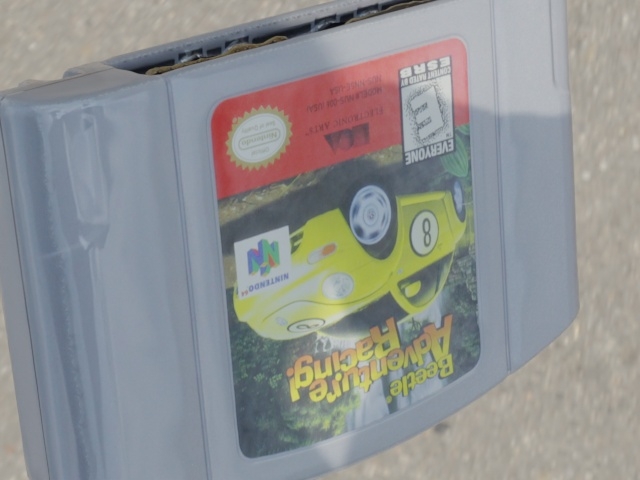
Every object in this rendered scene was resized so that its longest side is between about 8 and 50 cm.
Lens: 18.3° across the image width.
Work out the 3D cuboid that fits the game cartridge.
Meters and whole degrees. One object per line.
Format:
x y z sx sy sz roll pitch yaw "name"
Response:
0.000 0.000 0.852 0.060 0.294 0.196 22 123 46 "game cartridge"
